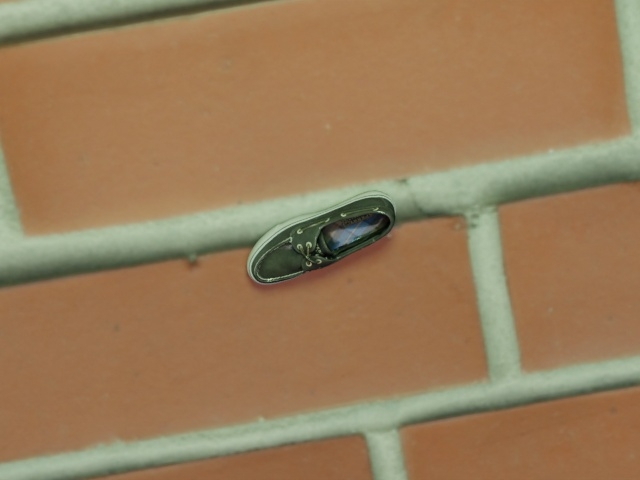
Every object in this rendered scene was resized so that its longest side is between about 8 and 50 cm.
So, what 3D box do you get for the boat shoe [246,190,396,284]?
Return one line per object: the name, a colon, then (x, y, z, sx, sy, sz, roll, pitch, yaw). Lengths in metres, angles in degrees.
boat shoe: (0.000, 0.000, 1.560, 0.142, 0.040, 0.049, -27, 111, 7)
